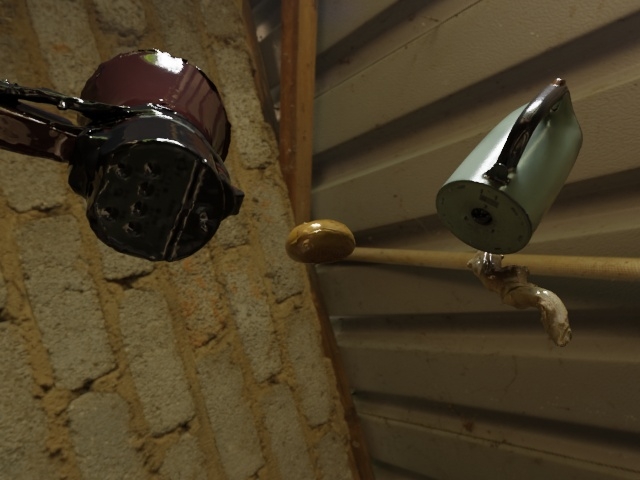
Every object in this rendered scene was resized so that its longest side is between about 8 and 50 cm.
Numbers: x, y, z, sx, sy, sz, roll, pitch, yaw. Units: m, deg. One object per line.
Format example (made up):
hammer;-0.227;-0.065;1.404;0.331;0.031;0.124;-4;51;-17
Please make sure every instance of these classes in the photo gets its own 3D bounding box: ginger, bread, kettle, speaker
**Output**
ginger;0.330;0.077;0.685;0.288;0.089;0.075;-103;-177;-71
bread;0.000;0.000;0.798;0.114;0.189;0.077;-37;-110;20
kettle;0.340;-0.133;0.696;0.165;0.255;0.240;33;-24;27
speaker;-0.201;-0.120;0.403;0.259;0.198;0.329;45;3;-25
